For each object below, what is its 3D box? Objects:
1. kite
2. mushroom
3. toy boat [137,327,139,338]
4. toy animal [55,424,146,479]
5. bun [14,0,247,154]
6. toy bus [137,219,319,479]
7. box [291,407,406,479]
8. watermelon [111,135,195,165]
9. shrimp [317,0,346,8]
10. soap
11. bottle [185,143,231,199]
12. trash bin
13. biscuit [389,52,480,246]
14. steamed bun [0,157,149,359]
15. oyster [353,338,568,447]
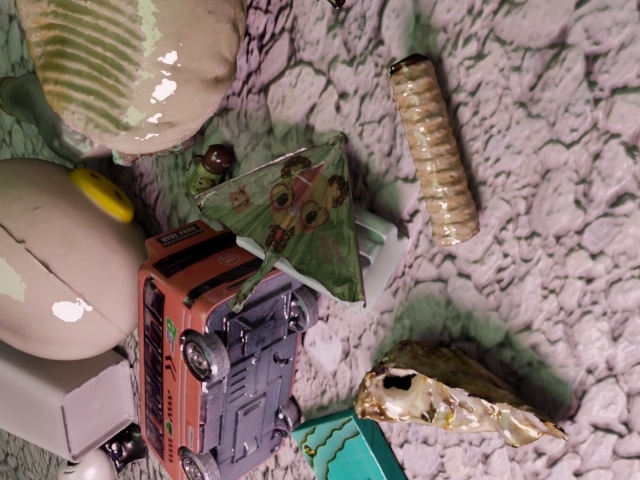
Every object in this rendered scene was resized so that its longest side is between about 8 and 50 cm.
[{"bbox_3d":[-0.042,-0.023,0.999,0.323,0.013,0.267,28,85,34],"label":"kite"},{"bbox_3d":[-0.469,-0.223,1.378,0.351,0.097,0.109,31,125,34],"label":"mushroom"},{"bbox_3d":[-0.301,0.190,1.444,0.069,0.059,0.172,29,128,31],"label":"toy boat"},{"bbox_3d":[-0.483,0.468,1.683,0.138,0.179,0.166,52,146,-9],"label":"toy animal"},{"bbox_3d":[-0.236,-0.304,1.014,0.365,0.219,0.364,17,117,36],"label":"bun"},{"bbox_3d":[-0.161,0.186,1.207,0.233,0.203,0.426,35,134,33],"label":"toy bus"},{"bbox_3d":[0.063,0.371,1.197,0.161,0.042,0.226,-29,90,46],"label":"box"},{"bbox_3d":[-0.246,-0.178,1.207,0.139,0.071,0.187,39,124,15],"label":"watermelon"},{"bbox_3d":[-0.047,-0.329,0.954,0.148,0.035,0.195,-42,74,45],"label":"shrimp"},{"bbox_3d":[0.000,0.000,1.016,0.198,0.066,0.119,28,84,31],"label":"soap"},{"bbox_3d":[-0.168,-0.105,1.176,0.101,0.063,0.047,-51,44,42],"label":"bottle"},{"bbox_3d":[-0.596,0.297,1.630,0.368,0.296,0.255,20,122,29],"label":"trash bin"},{"bbox_3d":[0.127,-0.101,0.887,0.061,0.055,0.219,-14,100,30],"label":"biscuit"},{"bbox_3d":[-0.459,0.032,1.324,0.374,0.334,0.334,43,136,-2],"label":"steamed bun"},{"bbox_3d":[0.171,0.198,0.988,0.295,0.094,0.166,12,137,29],"label":"oyster"}]
